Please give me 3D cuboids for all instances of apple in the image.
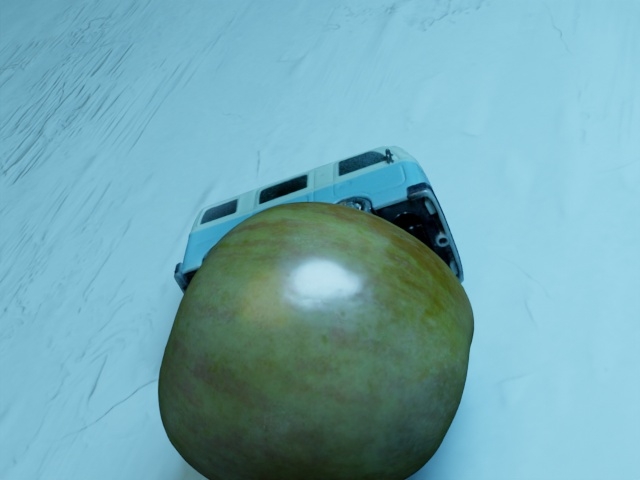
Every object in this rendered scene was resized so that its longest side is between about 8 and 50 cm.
[{"bbox_3d":[0.001,0.098,0.771,0.233,0.257,0.257,22,49,4],"label":"apple"}]

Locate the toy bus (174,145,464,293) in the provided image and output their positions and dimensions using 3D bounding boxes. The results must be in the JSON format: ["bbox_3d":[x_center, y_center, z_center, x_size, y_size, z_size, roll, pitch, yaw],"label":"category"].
[{"bbox_3d":[0.000,0.000,0.972,0.271,0.133,0.165,-18,33,11],"label":"toy bus"}]
